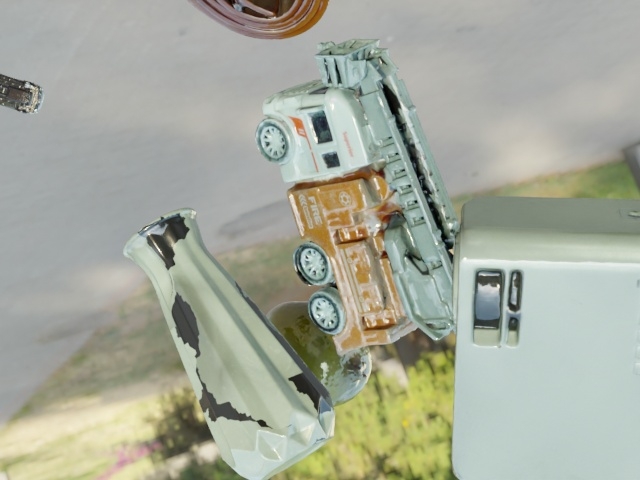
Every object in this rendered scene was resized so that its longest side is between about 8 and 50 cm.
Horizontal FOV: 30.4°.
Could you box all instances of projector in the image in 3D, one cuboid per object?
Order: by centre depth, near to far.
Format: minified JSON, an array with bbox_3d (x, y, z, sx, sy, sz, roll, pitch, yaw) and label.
[{"bbox_3d":[0.211,0.090,1.007,0.198,0.250,0.108,1,-153,6],"label":"projector"}]

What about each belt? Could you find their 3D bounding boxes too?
[{"bbox_3d":[-0.080,-0.323,1.203,0.184,0.105,0.261,-7,141,21],"label":"belt"}]

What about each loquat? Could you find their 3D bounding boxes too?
[{"bbox_3d":[-0.013,0.161,1.721,0.152,0.195,0.152,-29,133,-36],"label":"loquat"}]

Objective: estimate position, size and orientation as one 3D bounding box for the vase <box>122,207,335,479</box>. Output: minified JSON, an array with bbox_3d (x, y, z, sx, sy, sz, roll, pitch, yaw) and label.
[{"bbox_3d":[-0.124,0.134,1.555,0.165,0.360,0.165,-30,167,-8],"label":"vase"}]

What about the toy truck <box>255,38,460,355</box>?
[{"bbox_3d":[0.058,-0.055,1.283,0.184,0.338,0.133,-8,-167,46],"label":"toy truck"}]

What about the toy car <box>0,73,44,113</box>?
[{"bbox_3d":[-0.389,-0.186,1.464,0.093,0.041,0.025,19,-176,13],"label":"toy car"}]
